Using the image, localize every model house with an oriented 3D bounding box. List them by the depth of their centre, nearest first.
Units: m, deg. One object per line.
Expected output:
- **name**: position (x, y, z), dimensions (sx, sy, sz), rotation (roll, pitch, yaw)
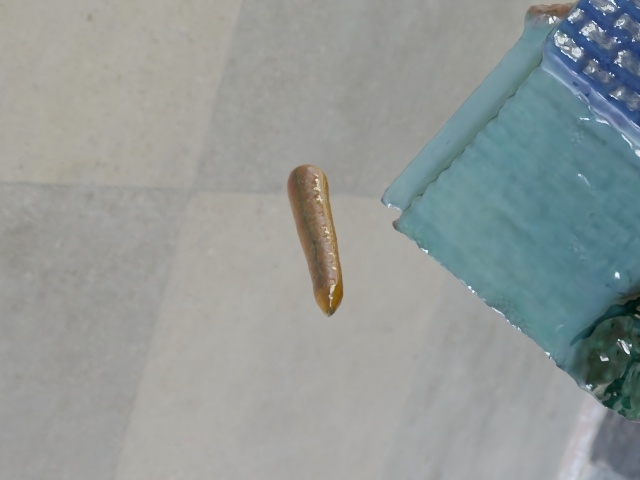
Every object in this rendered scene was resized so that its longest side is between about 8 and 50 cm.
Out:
- **model house**: position (0.246, -0.092, 0.928), dimensions (0.329, 0.252, 0.295), rotation (-58, 166, 18)

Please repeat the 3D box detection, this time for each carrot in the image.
- **carrot**: position (0.000, 0.000, 1.030), dimensions (0.037, 0.190, 0.037), rotation (-6, 130, -7)
